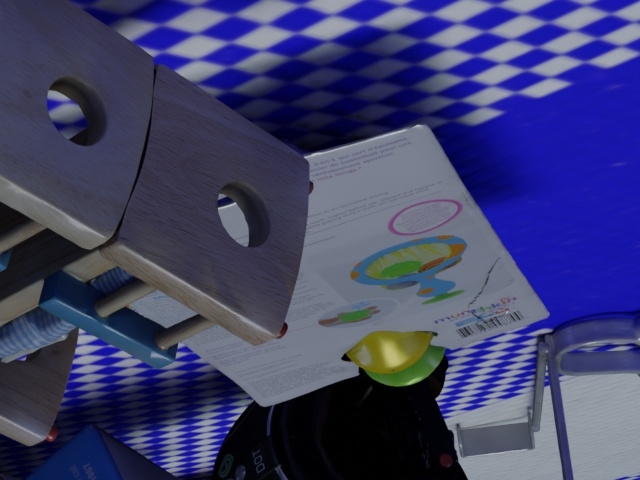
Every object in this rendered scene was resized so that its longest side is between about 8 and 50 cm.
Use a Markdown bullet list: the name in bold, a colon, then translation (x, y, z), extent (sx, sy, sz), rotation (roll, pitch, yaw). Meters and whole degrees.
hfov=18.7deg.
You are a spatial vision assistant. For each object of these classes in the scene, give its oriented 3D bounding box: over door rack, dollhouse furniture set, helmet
- **over door rack**: translation (0.175, 0.198, 1.250), extent (0.108, 0.240, 0.324), rotation (-2, 163, -8)
- **dollhouse furniture set**: translation (-0.101, 0.045, 0.558), extent (0.129, 0.184, 0.129), rotation (32, 141, -31)
- **helmet**: translation (0.021, 0.149, 1.114), extent (0.169, 0.169, 0.161), rotation (-6, 148, -16)

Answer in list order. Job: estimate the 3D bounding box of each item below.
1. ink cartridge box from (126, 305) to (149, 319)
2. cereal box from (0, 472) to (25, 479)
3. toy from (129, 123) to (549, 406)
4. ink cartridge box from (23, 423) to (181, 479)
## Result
- **ink cartridge box**: translation (-0.077, 0.014, 0.817), extent (0.115, 0.029, 0.063), rotation (4, 158, -43)
- **cereal box**: translation (-0.215, 0.223, 1.216), extent (0.240, 0.047, 0.173), rotation (24, 117, -44)
- **toy**: translation (0.000, 0.000, 0.761), extent (0.137, 0.056, 0.237), rotation (-18, 155, 11)
- **ink cartridge box**: translation (-0.169, 0.295, 1.104), extent (0.307, 0.223, 0.129), rotation (-41, 138, 8)
